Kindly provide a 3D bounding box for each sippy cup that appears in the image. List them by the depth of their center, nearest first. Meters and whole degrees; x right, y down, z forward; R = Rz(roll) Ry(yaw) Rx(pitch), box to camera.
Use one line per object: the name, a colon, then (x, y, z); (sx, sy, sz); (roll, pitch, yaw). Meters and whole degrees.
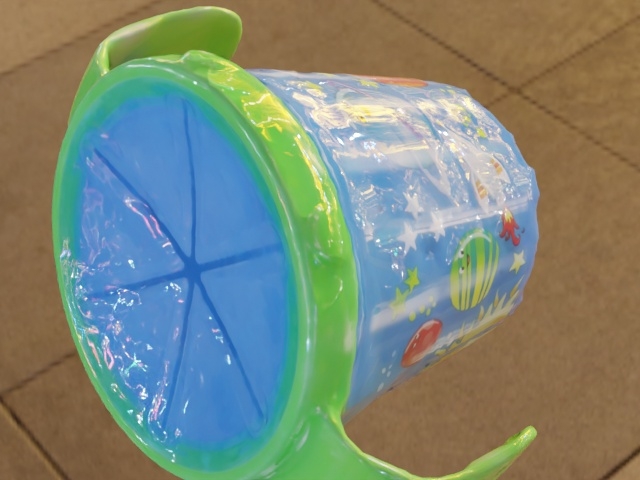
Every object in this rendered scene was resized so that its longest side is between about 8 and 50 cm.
sippy cup: (0.000, 0.000, 0.761); (0.224, 0.305, 0.240); (-13, 4, -40)
